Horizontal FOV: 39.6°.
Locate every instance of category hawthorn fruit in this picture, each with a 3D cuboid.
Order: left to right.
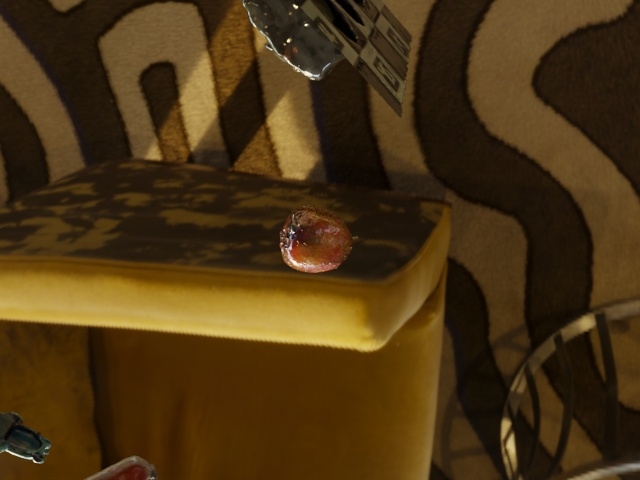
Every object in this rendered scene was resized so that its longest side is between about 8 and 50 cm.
[{"bbox_3d":[-0.006,0.001,0.927,0.077,0.077,0.077,5,109,15],"label":"hawthorn fruit"}]

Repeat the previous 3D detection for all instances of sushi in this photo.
[{"bbox_3d":[-0.021,-0.292,1.134,0.100,0.373,0.296,-38,107,23],"label":"sushi"}]

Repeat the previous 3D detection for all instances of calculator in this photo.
[{"bbox_3d":[-0.362,0.204,0.974,0.141,0.094,0.019,26,98,-7],"label":"calculator"}]

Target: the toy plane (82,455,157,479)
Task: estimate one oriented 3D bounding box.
[{"bbox_3d":[-0.172,0.087,0.323,0.223,0.104,0.326,10,157,50],"label":"toy plane"}]
